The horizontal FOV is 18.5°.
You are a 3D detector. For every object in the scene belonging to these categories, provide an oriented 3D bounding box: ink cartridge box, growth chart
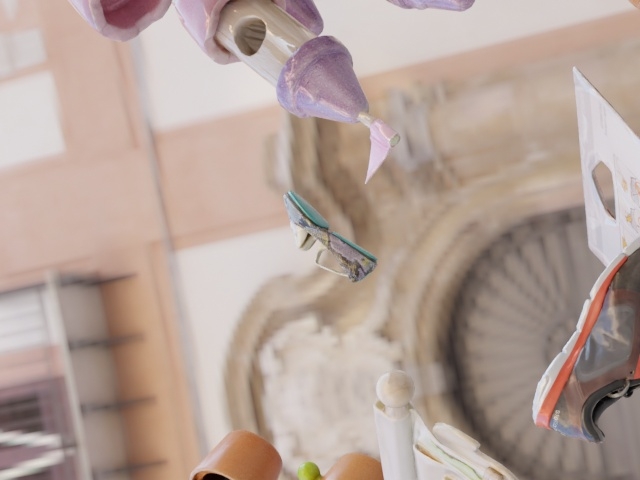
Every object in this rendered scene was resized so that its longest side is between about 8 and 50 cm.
[{"bbox_3d":[0.331,0.001,1.760,0.261,0.066,0.296,56,170,33],"label":"ink cartridge box"},{"bbox_3d":[0.113,0.155,0.835,0.021,0.237,0.172,-47,-17,-22],"label":"growth chart"}]

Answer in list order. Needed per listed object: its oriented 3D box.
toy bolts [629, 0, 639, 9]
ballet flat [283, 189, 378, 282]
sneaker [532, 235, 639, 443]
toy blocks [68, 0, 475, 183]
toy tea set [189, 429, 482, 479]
[{"bbox_3d":[0.182,-0.253,0.971,0.228,0.158,0.218,51,167,33],"label":"toy bolts"},{"bbox_3d":[0.000,0.000,1.771,0.114,0.041,0.041,39,-172,24],"label":"ballet flat"},{"bbox_3d":[0.208,0.070,1.337,0.158,0.065,0.061,-60,-26,-3],"label":"sneaker"},{"bbox_3d":[0.022,-0.219,1.218,0.309,0.260,0.288,12,-68,-55],"label":"toy blocks"},{"bbox_3d":[0.027,0.281,1.710,0.124,0.336,0.200,-56,-40,-35],"label":"toy tea set"}]
